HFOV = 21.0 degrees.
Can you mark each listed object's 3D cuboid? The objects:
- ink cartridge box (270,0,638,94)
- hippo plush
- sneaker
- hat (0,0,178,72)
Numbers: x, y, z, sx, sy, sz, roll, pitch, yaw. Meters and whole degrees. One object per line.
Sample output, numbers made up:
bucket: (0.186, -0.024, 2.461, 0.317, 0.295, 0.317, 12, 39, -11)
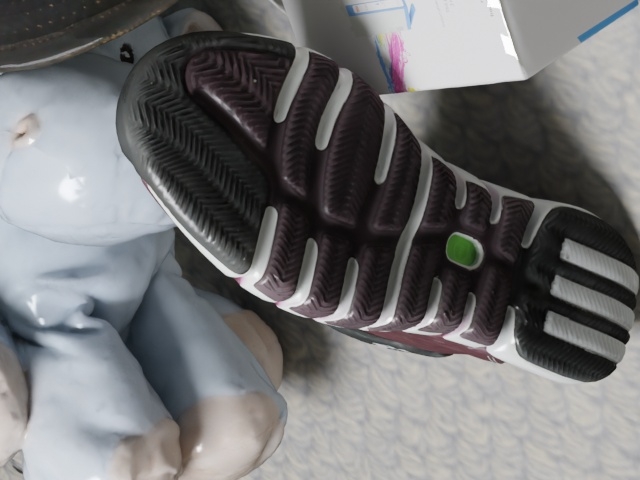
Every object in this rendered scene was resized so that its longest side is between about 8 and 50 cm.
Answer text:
ink cartridge box: (0.049, -0.122, 0.765, 0.143, 0.092, 0.090, -2, 115, 47)
hippo plush: (-0.107, -0.013, 0.953, 0.294, 0.234, 0.236, -109, 35, -60)
sneaker: (0.000, 0.000, 0.807, 0.281, 0.106, 0.162, 28, 163, -29)
hat: (-0.156, -0.220, 0.850, 0.331, 0.331, 0.134, 48, 180, 10)
